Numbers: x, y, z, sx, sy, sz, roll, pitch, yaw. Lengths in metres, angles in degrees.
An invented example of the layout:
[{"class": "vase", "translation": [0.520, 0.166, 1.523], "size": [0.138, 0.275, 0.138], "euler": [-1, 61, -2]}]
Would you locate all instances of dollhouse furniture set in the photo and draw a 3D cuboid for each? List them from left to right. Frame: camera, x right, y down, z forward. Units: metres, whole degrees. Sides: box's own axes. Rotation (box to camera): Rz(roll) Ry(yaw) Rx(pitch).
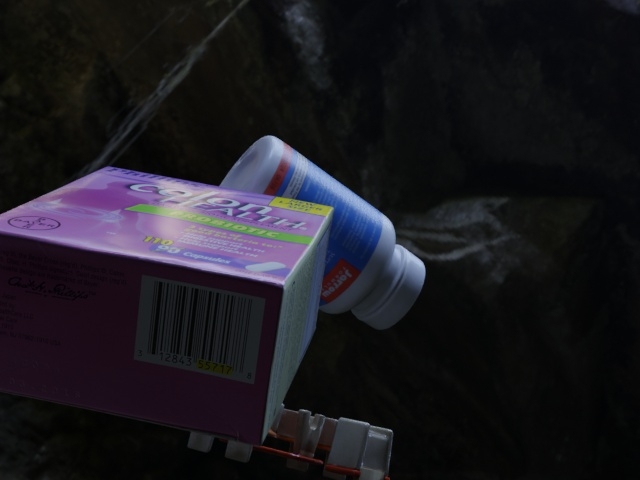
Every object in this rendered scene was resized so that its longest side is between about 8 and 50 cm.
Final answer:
[{"class": "dollhouse furniture set", "translation": [-0.032, 0.321, 1.347], "size": [0.259, 0.135, 0.262], "euler": [4, -16, 36]}]

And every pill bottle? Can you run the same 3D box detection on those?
[{"class": "pill bottle", "translation": [0.000, 0.000, 0.951], "size": [0.221, 0.124, 0.124], "euler": [34, -34, -19]}]

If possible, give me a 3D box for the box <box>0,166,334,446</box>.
[{"class": "box", "translation": [-0.115, 0.034, 0.705], "size": [0.213, 0.243, 0.117], "euler": [11, -75, 6]}]
